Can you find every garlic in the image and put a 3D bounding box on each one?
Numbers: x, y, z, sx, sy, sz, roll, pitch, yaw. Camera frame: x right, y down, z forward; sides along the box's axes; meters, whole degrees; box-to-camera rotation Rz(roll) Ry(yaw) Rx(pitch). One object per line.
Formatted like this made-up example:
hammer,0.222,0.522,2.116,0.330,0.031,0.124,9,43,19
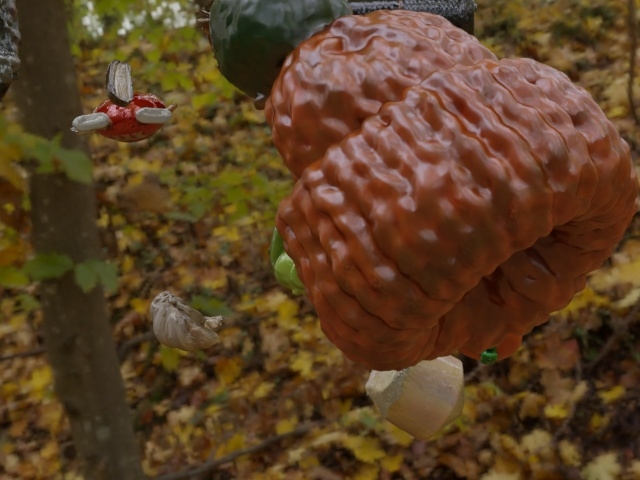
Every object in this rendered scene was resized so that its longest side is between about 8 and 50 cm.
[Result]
garlic,-0.203,0.123,1.488,0.113,0.074,0.094,16,-13,30

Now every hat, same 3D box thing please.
hat,0.074,-0.097,0.897,0.285,0.400,0.285,-18,-34,-13

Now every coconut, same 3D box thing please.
coconut,0.131,0.192,1.316,0.122,0.116,0.116,32,-19,-14

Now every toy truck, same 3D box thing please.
toy truck,-0.005,0.008,1.581,0.210,0.148,0.187,-69,6,-60

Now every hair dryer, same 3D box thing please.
hair dryer,0.123,-0.207,1.401,0.189,0.352,0.107,-1,-33,7

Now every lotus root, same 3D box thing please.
lotus root,-0.292,-0.222,1.464,0.037,0.083,0.030,14,-44,-29

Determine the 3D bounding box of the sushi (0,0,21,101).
sushi,-0.733,-0.374,1.831,0.285,0.328,0.328,-13,11,21

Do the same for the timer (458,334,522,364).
timer,0.266,0.151,1.654,0.136,0.136,0.099,-14,-36,-26

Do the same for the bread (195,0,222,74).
bread,-0.075,-0.344,1.849,0.275,0.114,0.185,22,-24,25

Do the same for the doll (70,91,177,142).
doll,-0.332,-0.206,1.732,0.183,0.085,0.217,-9,13,-7
